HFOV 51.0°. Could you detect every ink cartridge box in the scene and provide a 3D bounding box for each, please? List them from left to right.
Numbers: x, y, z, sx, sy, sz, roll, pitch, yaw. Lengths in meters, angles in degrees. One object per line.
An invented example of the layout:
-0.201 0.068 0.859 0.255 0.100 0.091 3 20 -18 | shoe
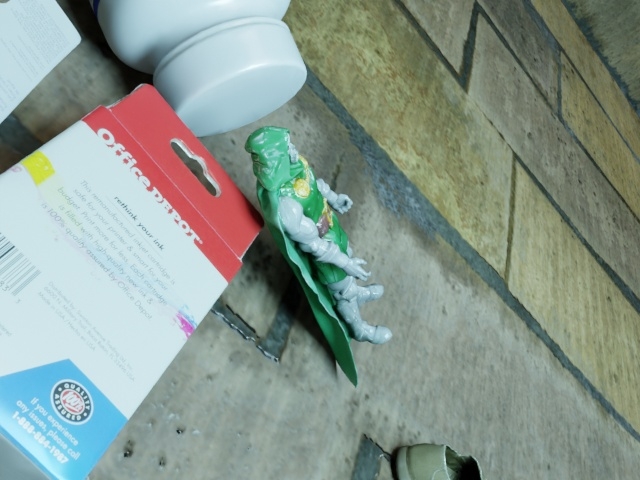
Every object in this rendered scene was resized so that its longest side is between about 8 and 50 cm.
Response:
-0.139 0.016 0.392 0.134 0.078 0.231 51 37 -16 | ink cartridge box

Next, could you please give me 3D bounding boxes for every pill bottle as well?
-0.113 -0.226 0.520 0.152 0.152 0.272 -16 79 -53 | pill bottle

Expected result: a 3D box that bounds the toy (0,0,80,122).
-0.240 -0.091 0.343 0.237 0.056 0.137 -61 143 -32 | toy

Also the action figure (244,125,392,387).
0.000 0.000 0.517 0.232 0.063 0.137 60 16 -47 | action figure

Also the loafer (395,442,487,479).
0.128 0.225 0.599 0.148 0.050 0.056 36 43 -30 | loafer
